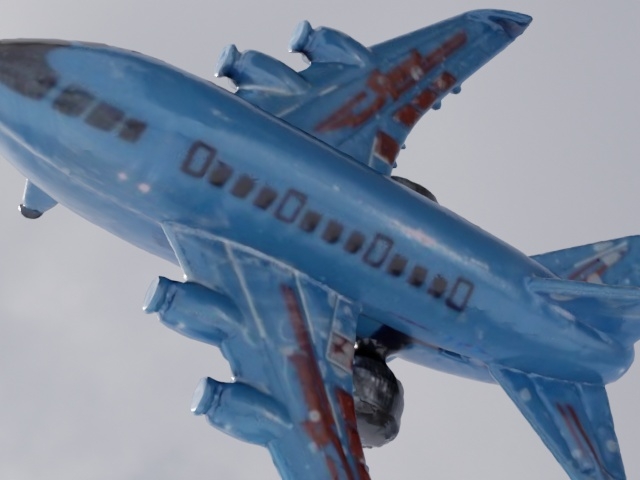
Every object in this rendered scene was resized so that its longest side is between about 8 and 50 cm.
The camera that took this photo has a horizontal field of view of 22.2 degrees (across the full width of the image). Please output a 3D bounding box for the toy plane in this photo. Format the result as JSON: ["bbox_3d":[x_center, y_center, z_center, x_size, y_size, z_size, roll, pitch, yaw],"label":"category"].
[{"bbox_3d":[0.000,0.000,0.568,0.271,0.105,0.254,20,-124,-9],"label":"toy plane"}]
